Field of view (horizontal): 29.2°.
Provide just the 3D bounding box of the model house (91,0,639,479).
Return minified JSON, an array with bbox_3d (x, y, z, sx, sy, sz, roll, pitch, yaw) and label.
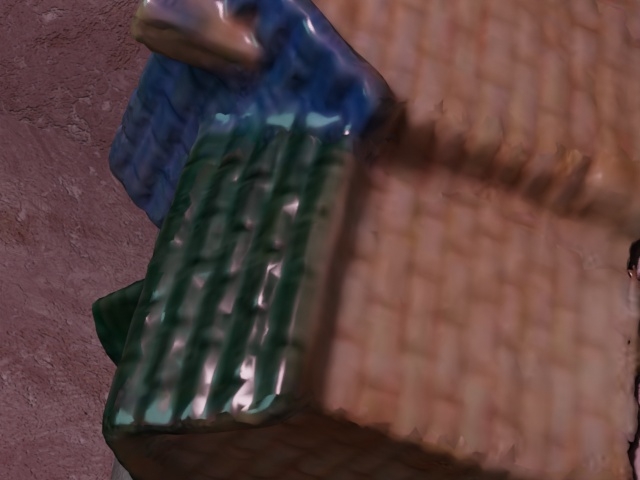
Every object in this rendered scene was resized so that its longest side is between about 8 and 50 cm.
[{"bbox_3d":[0.000,0.000,0.951,0.395,0.400,0.445,-43,31,54],"label":"model house"}]
